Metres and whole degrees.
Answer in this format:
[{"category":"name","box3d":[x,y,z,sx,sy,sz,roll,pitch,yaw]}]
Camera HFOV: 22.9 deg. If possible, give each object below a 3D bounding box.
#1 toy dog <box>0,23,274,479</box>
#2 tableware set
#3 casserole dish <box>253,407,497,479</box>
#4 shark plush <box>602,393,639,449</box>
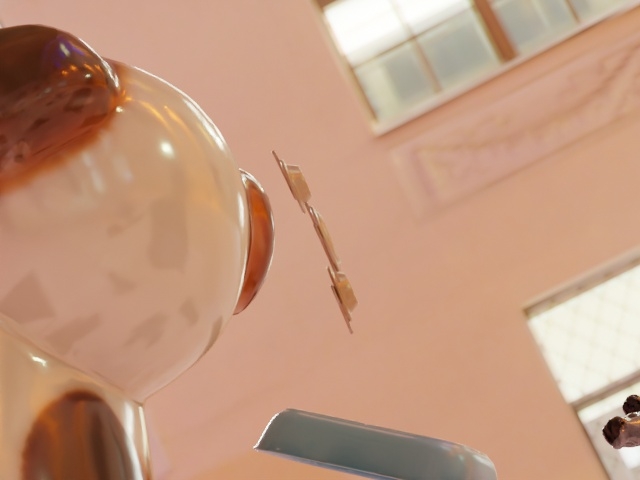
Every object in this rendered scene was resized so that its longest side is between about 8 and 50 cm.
[{"category":"toy dog","box3d":[-0.179,0.091,0.791,0.395,0.408,0.284,-3,-27,45]},{"category":"tableware set","box3d":[0.000,0.000,1.469,0.020,0.168,0.141,-23,-51,1]},{"category":"casserole dish","box3d":[0.043,0.152,1.120,0.188,0.037,0.114,8,-11,25]},{"category":"shark plush","box3d":[0.190,0.081,0.710,0.161,0.073,0.067,23,-5,-35]}]
